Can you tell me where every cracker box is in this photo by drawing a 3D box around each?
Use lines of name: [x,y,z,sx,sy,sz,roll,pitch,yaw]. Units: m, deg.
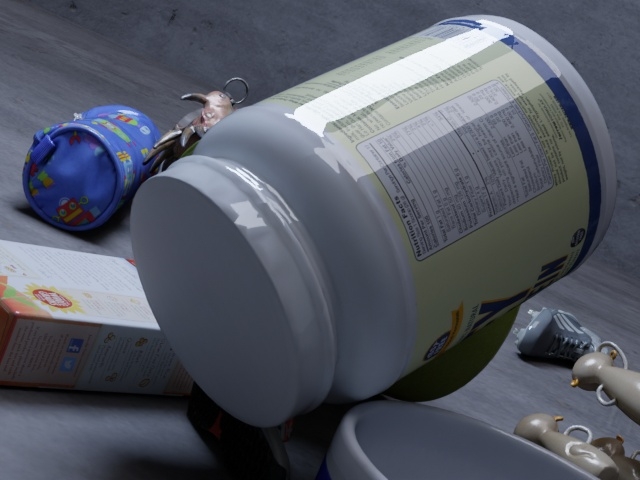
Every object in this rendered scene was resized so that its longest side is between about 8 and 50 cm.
cracker box: [-0.204,0.065,1.068,0.232,0.067,0.156,10,17,-45]

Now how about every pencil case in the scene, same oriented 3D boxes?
pencil case: [-0.276,-0.099,1.552,0.133,0.119,0.306,39,10,-6]

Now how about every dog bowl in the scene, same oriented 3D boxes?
dog bowl: [0.117,0.218,0.880,0.265,0.104,0.265,22,11,-5]

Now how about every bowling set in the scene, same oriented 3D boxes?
bowling set: [0.338,0.207,1.317,0.287,0.199,0.154,-30,30,-19]

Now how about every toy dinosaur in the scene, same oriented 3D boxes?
toy dinosaur: [-0.126,-0.060,1.471,0.200,0.127,0.295,50,11,-11]

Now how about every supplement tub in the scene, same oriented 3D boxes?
supplement tub: [0.043,-0.019,0.976,0.325,0.235,0.235,-28,42,-31]

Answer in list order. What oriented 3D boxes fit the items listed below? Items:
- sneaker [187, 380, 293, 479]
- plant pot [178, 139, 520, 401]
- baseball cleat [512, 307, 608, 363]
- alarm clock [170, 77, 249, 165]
sneaker: [-0.046,0.149,1.004,0.075,0.057,0.161,10,13,-30]
plant pot: [0.000,0.000,1.216,0.294,0.274,0.275,15,13,-38]
baseball cleat: [0.347,0.141,1.778,0.109,0.072,0.206,35,19,22]
alarm clock: [-0.150,-0.145,1.833,0.129,0.192,0.064,18,11,-27]
